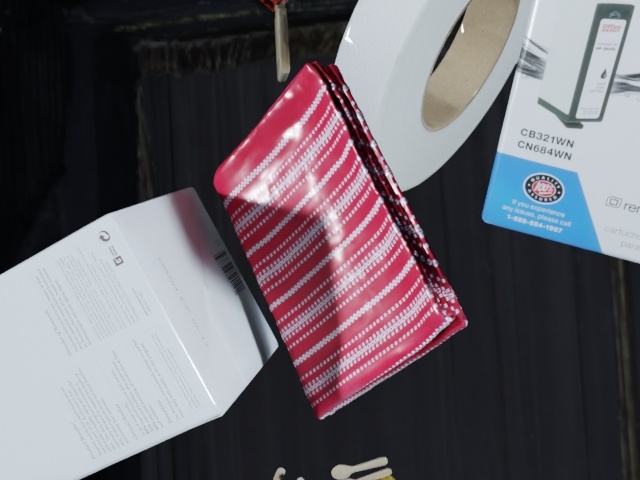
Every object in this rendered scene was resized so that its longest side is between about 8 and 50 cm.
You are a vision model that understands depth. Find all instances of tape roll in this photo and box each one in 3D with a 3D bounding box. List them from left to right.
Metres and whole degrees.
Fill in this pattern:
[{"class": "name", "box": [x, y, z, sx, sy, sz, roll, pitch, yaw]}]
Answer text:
[{"class": "tape roll", "box": [0.153, -0.238, 0.959, 0.072, 0.392, 0.392, 34, 14, 22]}]

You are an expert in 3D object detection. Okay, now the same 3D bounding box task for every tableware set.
[{"class": "tableware set", "box": [-0.005, 0.227, 0.655, 0.154, 0.104, 0.024, -17, 23, 1]}]

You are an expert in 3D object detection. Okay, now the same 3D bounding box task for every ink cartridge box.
[{"class": "ink cartridge box", "box": [0.190, -0.097, 0.457, 0.148, 0.203, 0.086, 16, 27, 17]}]

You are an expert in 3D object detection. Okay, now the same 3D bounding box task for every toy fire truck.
[{"class": "toy fire truck", "box": [-0.099, -0.379, 1.183, 0.158, 0.246, 0.217, -48, 2, 4]}]

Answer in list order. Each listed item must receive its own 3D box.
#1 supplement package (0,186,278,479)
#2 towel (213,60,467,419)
[{"class": "supplement package", "box": [-0.220, 0.101, 0.795, 0.263, 0.199, 0.198, -27, 4, 16]}, {"class": "towel", "box": [0.000, 0.000, 0.727, 0.031, 0.275, 0.199, -4, -29, -45]}]
